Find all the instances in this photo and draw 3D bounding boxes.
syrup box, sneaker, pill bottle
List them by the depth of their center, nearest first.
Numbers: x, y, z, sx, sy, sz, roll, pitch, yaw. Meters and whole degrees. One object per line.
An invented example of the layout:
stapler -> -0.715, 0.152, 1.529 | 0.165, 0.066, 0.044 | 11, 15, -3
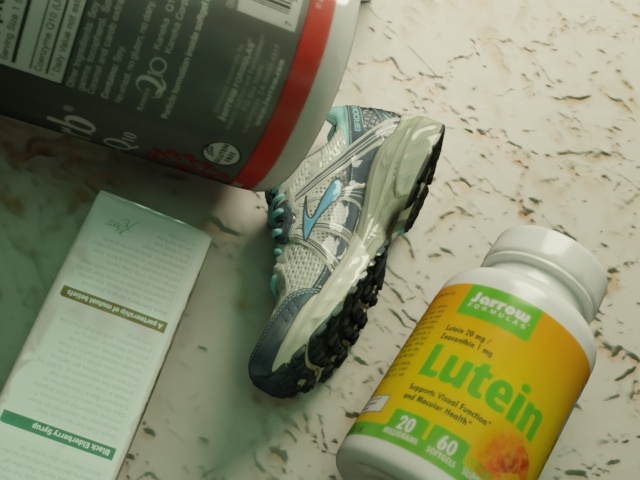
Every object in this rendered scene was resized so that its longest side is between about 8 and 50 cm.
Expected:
syrup box -> -0.166, 0.095, 0.615 | 0.096, 0.093, 0.236 | 22, 64, -5
pill bottle -> -0.172, -0.182, 0.621 | 0.363, 0.210, 0.210 | 17, 64, -18
pill bottle -> 0.130, 0.108, 0.666 | 0.136, 0.136, 0.245 | 36, 63, 2
sneaker -> 0.000, 0.000, 0.712 | 0.122, 0.110, 0.283 | 22, 60, 15
